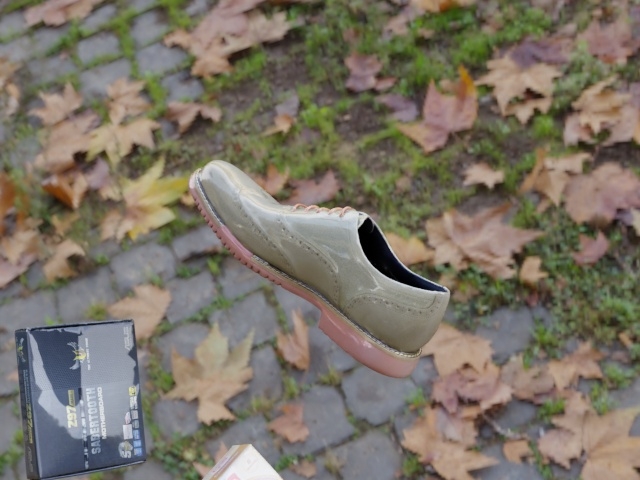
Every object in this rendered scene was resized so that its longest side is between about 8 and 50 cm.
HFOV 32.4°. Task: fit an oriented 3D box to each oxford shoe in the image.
[{"bbox_3d":[0.000,0.000,1.429,0.397,0.146,0.140,38,23,14],"label":"oxford shoe"}]

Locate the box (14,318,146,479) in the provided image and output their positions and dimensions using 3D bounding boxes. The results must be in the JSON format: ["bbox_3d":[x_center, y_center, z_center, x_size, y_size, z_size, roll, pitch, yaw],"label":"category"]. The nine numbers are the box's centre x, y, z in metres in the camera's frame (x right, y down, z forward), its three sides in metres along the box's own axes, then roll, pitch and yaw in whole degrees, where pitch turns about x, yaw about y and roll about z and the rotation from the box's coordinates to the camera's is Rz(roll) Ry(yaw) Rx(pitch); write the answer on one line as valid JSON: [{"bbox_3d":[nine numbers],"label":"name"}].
[{"bbox_3d":[-0.372,0.244,1.711,0.059,0.183,0.232,-13,81,53],"label":"box"}]

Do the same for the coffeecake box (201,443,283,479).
[{"bbox_3d":[-0.097,0.404,1.553,0.142,0.185,0.068,-46,11,-28],"label":"coffeecake box"}]
